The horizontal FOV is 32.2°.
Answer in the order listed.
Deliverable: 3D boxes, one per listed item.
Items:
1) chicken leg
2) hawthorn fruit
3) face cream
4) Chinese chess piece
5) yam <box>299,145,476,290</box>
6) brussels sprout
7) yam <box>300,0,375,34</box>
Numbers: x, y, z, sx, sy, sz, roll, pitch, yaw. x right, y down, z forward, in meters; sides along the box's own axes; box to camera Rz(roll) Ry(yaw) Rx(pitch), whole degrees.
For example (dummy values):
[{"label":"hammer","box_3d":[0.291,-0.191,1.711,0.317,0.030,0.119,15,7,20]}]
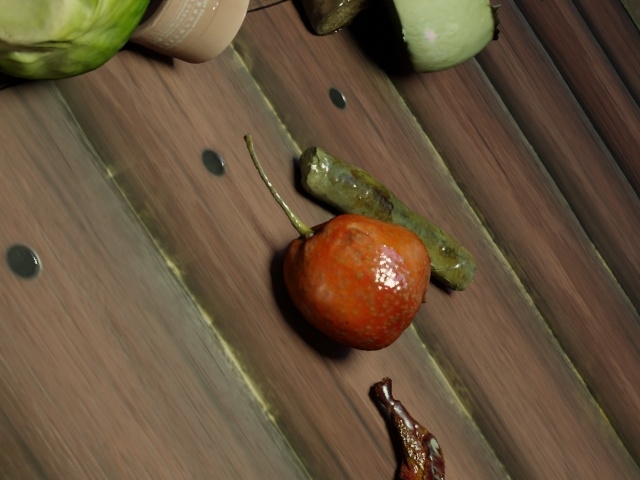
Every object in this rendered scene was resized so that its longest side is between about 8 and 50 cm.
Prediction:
[{"label":"chicken leg","box_3d":[0.113,0.264,1.287,0.089,0.048,0.219,24,47,-44]},{"label":"hawthorn fruit","box_3d":[0.000,0.000,1.269,0.285,0.165,0.165,44,36,-11]},{"label":"face cream","box_3d":[-0.166,-0.287,1.270,0.104,0.149,0.149,14,54,-45]},{"label":"Chinese chess piece","box_3d":[0.144,-0.426,1.656,0.349,0.146,0.349,-23,90,-85]},{"label":"yam","box_3d":[0.093,-0.026,1.470,0.317,0.067,0.071,33,12,-32]},{"label":"brussels sprout","box_3d":[-0.264,-0.262,1.060,0.210,0.219,0.271,43,20,-16]},{"label":"yam","box_3d":[-0.014,-0.447,1.611,0.131,0.131,0.280,-18,80,-55]}]
